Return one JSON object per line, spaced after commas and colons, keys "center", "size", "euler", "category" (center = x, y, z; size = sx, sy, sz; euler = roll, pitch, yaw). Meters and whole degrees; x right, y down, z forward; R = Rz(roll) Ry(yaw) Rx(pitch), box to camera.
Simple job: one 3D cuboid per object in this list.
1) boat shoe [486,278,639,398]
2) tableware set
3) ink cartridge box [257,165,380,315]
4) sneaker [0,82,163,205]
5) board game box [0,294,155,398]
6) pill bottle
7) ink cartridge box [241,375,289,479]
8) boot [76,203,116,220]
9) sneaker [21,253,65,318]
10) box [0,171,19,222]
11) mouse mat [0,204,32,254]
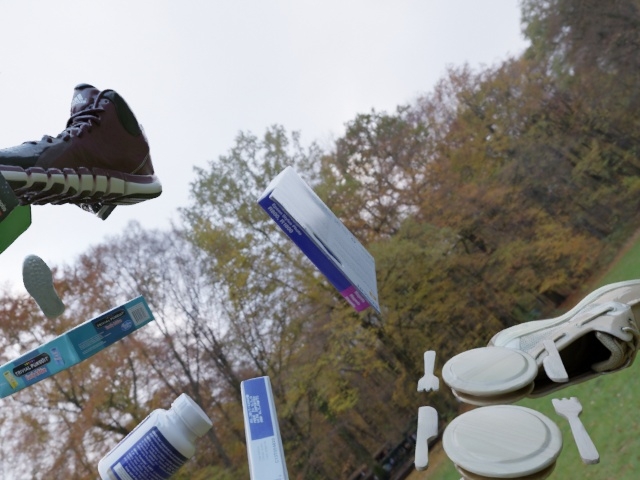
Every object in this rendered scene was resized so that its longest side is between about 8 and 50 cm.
{"center": [0.433, 0.161, 0.814], "size": [0.341, 0.122, 0.110], "euler": [-20, 18, -8], "category": "boat shoe"}
{"center": [0.149, 0.148, 0.447], "size": [0.128, 0.039, 0.194], "euler": [-9, 12, 16], "category": "tableware set"}
{"center": [0.000, 0.000, 1.152], "size": [0.071, 0.324, 0.330], "euler": [-39, 11, 15], "category": "ink cartridge box"}
{"center": [-0.335, -0.131, 0.678], "size": [0.106, 0.163, 0.281], "euler": [-9, -3, 28], "category": "sneaker"}
{"center": [-0.636, 0.270, 1.349], "size": [0.336, 0.079, 0.254], "euler": [-25, 3, 26], "category": "board game box"}
{"center": [-0.295, 0.377, 0.959], "size": [0.186, 0.112, 0.112], "euler": [-42, -22, -15], "category": "pill bottle"}
{"center": [-0.067, 0.339, 0.708], "size": [0.045, 0.223, 0.224], "euler": [-9, -48, -10], "category": "ink cartridge box"}
{"center": [-0.573, -0.131, 1.243], "size": [0.178, 0.236, 0.085], "euler": [38, -99, -26], "category": "boot"}
{"center": [-0.917, 0.145, 1.710], "size": [0.090, 0.094, 0.235], "euler": [-25, -57, -33], "category": "sneaker"}
{"center": [-0.362, -0.108, 0.397], "size": [0.044, 0.159, 0.233], "euler": [-76, -17, -47], "category": "box"}
{"center": [-0.505, 0.008, 0.788], "size": [0.152, 0.007, 0.190], "euler": [-44, 13, 54], "category": "mouse mat"}
